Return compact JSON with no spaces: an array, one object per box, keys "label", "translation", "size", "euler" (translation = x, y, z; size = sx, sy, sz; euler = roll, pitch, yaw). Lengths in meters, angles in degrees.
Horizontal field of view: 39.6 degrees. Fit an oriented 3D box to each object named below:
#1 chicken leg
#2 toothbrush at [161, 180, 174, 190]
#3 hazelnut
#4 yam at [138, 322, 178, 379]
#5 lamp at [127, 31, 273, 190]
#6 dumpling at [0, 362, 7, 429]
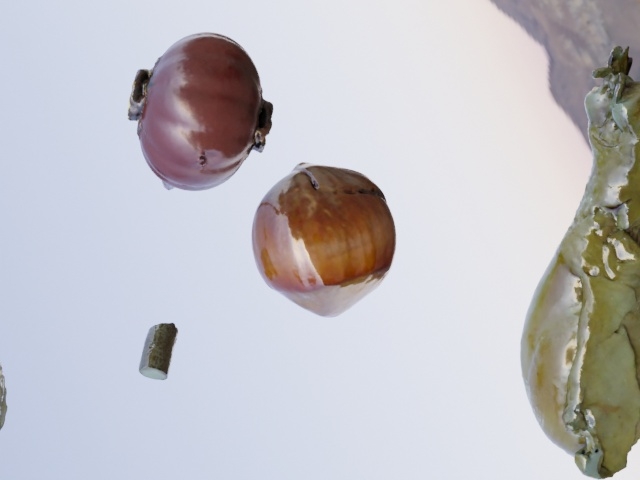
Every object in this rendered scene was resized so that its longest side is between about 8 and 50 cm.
[{"label":"chicken leg","translation":[0.300,0.019,0.917],"size":[0.201,0.153,0.429],"euler":[-10,-71,-44]},{"label":"toothbrush","translation":[-0.193,-0.120,1.097],"size":[0.024,0.029,0.354],"euler":[60,166,7]},{"label":"hazelnut","translation":[0.000,0.000,1.057],"size":[0.182,0.182,0.182],"euler":[50,-157,-31]},{"label":"yam","translation":[-0.215,0.148,1.176],"size":[0.043,0.043,0.094],"euler":[50,-154,-31]},{"label":"lamp","translation":[-0.076,-0.081,0.562],"size":[0.090,0.101,0.101],"euler":[16,-143,-12]},{"label":"dumpling","translation":[-0.556,0.281,1.237],"size":[0.315,0.233,0.395],"euler":[-9,-72,-58]}]
